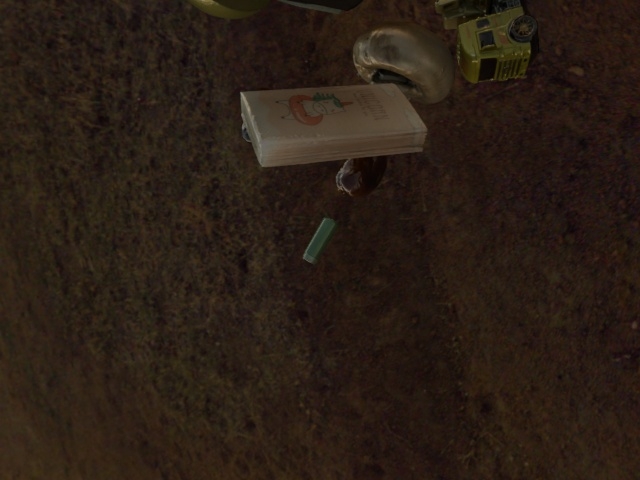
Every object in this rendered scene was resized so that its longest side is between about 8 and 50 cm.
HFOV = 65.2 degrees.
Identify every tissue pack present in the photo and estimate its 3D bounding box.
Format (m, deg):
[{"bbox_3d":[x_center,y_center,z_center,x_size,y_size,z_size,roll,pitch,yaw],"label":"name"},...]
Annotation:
[{"bbox_3d":[0.024,-0.226,0.953,0.071,0.325,0.170,99,156,-46],"label":"tissue pack"}]

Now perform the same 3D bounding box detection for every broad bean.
[{"bbox_3d":[0.136,-0.231,1.623,0.122,0.228,0.156,9,141,42],"label":"broad bean"}]

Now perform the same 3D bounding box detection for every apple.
[{"bbox_3d":[-0.333,-0.955,1.758,0.312,0.360,0.320,51,121,45],"label":"apple"}]

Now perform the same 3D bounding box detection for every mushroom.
[{"bbox_3d":[0.198,-0.427,1.353,0.292,0.292,0.290,27,94,33],"label":"mushroom"}]

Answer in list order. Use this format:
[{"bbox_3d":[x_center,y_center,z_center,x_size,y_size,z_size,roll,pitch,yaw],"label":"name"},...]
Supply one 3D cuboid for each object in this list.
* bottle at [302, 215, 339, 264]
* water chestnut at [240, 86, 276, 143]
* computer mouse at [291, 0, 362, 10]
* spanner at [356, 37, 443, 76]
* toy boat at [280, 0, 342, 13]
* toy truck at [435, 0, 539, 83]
[{"bbox_3d":[0.000,0.000,0.863,0.030,0.030,0.083,31,91,31],"label":"bottle"},{"bbox_3d":[-0.212,-0.526,2.197,0.289,0.244,0.289,18,115,44],"label":"water chestnut"},{"bbox_3d":[-0.013,-0.619,1.151,0.137,0.269,0.086,130,138,-62],"label":"computer mouse"},{"bbox_3d":[0.259,-0.585,1.603,0.026,0.325,0.093,67,166,-13],"label":"spanner"},{"bbox_3d":[-0.056,-0.689,1.329,0.141,0.319,0.092,146,125,-70],"label":"toy boat"},{"bbox_3d":[0.450,-0.642,1.384,0.253,0.180,0.405,-10,77,15],"label":"toy truck"}]
